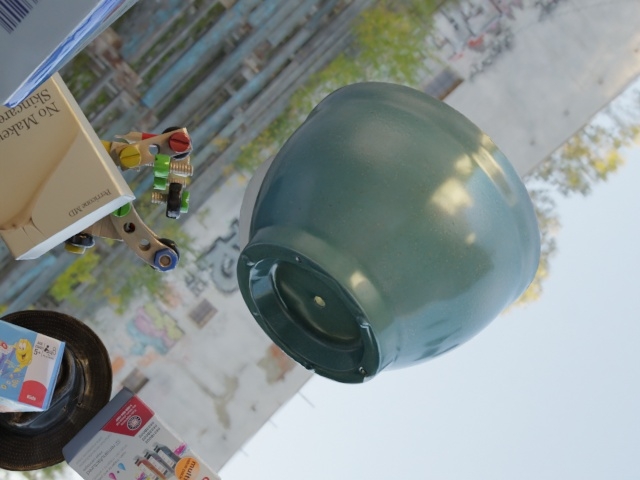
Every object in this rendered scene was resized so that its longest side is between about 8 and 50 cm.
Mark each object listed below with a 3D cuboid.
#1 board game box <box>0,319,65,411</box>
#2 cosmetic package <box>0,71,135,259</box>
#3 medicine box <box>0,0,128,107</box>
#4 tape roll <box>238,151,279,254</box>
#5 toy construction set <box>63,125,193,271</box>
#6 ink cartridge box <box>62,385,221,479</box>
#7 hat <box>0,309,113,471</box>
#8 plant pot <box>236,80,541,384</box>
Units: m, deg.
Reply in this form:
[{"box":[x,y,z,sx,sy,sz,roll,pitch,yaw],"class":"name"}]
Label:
[{"box":[-0.522,0.127,1.072,0.302,0.308,0.086,-12,-121,44],"class":"board game box"},{"box":[-0.384,-0.146,1.116,0.160,0.309,0.113,-33,-178,-4],"class":"cosmetic package"},{"box":[-0.144,-0.276,0.652,0.263,0.149,0.289,-27,-157,44],"class":"medicine box"},{"box":[0.000,0.000,1.356,0.100,0.286,0.286,-8,162,-44],"class":"tape roll"},{"box":[-0.347,-0.102,1.536,0.309,0.237,0.257,-100,-161,-58],"class":"toy construction set"},{"box":[-0.251,0.315,1.250,0.128,0.176,0.127,-47,-168,-17],"class":"ink cartridge box"},{"box":[-0.565,0.292,1.770,0.331,0.331,0.134,-50,-173,-22],"class":"hat"},{"box":[0.041,0.017,0.889,0.196,0.293,0.293,-43,-170,-34],"class":"plant pot"}]
